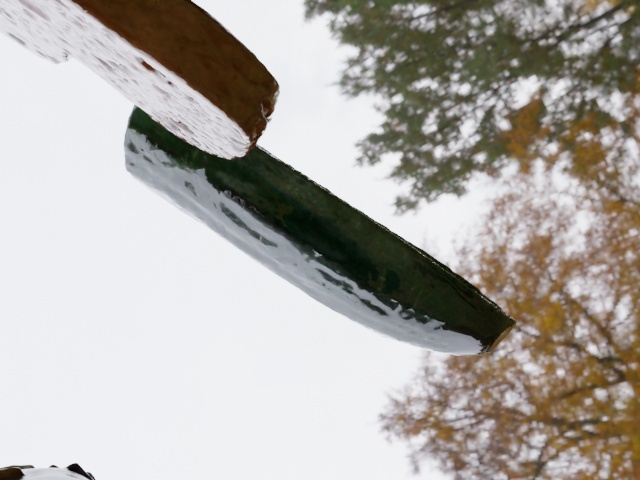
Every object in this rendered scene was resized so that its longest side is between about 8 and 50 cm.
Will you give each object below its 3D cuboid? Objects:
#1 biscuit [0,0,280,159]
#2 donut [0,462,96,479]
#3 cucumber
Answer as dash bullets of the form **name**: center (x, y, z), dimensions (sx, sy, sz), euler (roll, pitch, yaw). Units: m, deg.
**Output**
- **biscuit**: center (-0.103, -0.098, 0.423), dimensions (0.192, 0.186, 0.036), euler (35, -99, -3)
- **donut**: center (-0.088, 0.184, 0.336), dimensions (0.089, 0.235, 0.235), euler (-17, -96, -24)
- **cucumber**: center (0.000, 0.000, 0.567), dimensions (0.243, 0.063, 0.115), euler (32, -176, 9)
